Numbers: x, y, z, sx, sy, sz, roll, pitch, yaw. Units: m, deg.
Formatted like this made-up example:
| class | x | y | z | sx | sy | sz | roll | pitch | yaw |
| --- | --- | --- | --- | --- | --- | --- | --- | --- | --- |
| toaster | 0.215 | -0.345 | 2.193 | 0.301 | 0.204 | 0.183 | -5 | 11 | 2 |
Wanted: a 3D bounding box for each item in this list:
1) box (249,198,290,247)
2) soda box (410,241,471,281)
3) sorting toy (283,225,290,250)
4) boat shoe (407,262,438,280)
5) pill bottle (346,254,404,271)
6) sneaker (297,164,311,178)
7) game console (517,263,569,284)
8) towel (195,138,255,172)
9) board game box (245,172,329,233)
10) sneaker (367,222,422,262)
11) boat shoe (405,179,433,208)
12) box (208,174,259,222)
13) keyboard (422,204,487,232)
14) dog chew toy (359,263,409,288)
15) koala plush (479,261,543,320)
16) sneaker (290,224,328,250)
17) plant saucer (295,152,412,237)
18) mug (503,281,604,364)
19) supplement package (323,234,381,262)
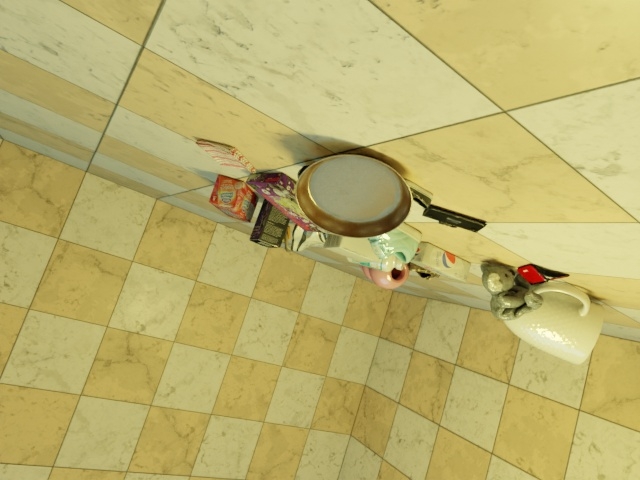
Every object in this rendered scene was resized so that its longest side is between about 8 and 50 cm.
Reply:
| class | x | y | z | sx | sy | sz | roll | pitch | yaw |
| --- | --- | --- | --- | --- | --- | --- | --- | --- | --- |
| box | -0.214 | -0.079 | 1.898 | 0.108 | 0.207 | 0.153 | 22 | 170 | -23 |
| soda box | 0.519 | 0.094 | 1.867 | 0.286 | 0.091 | 0.098 | 23 | 172 | -28 |
| sorting toy | -0.184 | -0.043 | 2.145 | 0.047 | 0.196 | 0.347 | -5 | 174 | -8 |
| boat shoe | 0.525 | 0.143 | 2.155 | 0.116 | 0.097 | 0.324 | 12 | 170 | 35 |
| pill bottle | 0.264 | 0.062 | 2.011 | 0.264 | 0.146 | 0.146 | 15 | 171 | 21 |
| sneaker | 0.072 | -0.139 | 1.236 | 0.302 | 0.108 | 0.121 | 18 | 176 | 9 |
| game console | 0.840 | 0.121 | 1.631 | 0.124 | 0.085 | 0.144 | 48 | 176 | 10 |
| towel | -0.315 | -0.276 | 1.441 | 0.144 | 0.029 | 0.197 | 17 | 172 | 16 |
| board game box | -0.097 | -0.135 | 1.619 | 0.208 | 0.056 | 0.347 | 14 | 160 | 50 |
| sneaker | 0.227 | -0.013 | 1.583 | 0.365 | 0.150 | 0.135 | 22 | 170 | -27 |
| boat shoe | 0.247 | -0.128 | 1.165 | 0.142 | 0.040 | 0.049 | 21 | 171 | -23 |
| box | -0.372 | -0.176 | 1.873 | 0.122 | 0.128 | 0.257 | 16 | 172 | 9 |
| keyboard | 0.405 | -0.065 | 1.318 | 0.180 | 0.023 | 0.108 | 18 | 165 | 3 |
| dog chew toy | 0.311 | 0.129 | 2.225 | 0.206 | 0.207 | 0.332 | 22 | 179 | -26 |
| koala plush | 0.733 | 0.191 | 1.735 | 0.221 | 0.203 | 0.196 | 46 | -158 | -11 |
| sneaker | 0.000 | 0.001 | 2.095 | 0.257 | 0.169 | 0.447 | 20 | 169 | 1 |
| plant saucer | 0.088 | -0.121 | 1.146 | 0.310 | 0.050 | 0.311 | 6 | 142 | 5 |
| mug | 0.983 | 0.308 | 1.821 | 0.328 | 0.276 | 0.374 | 22 | 144 | 20 |
| supplement package | 0.149 | -0.006 | 1.794 | 0.194 | 0.149 | 0.203 | 20 | 171 | -16 |
